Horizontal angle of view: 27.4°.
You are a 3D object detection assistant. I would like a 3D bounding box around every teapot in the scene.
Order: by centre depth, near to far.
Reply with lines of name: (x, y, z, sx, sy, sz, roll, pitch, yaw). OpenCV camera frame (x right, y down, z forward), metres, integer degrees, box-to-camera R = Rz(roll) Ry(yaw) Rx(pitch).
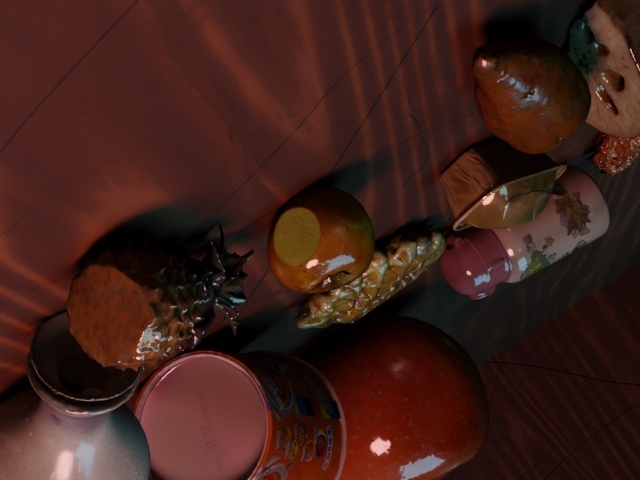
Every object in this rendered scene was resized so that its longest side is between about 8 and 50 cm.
teapot: (-0.250, 0.183, 1.317, 0.183, 0.183, 0.251, -23, 150, -34)

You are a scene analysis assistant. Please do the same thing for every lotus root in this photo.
lotus root: (0.344, -0.199, 1.401, 0.119, 0.138, 0.235, -40, 162, -14)

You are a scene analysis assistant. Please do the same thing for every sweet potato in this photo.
sweet potato: (0.218, -0.143, 1.334, 0.112, 0.112, 0.359, -37, 162, 14)

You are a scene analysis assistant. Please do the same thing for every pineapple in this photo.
pineapple: (-0.135, 0.048, 1.233, 0.125, 0.125, 0.251, -38, 169, 20)

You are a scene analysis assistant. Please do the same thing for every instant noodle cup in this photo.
instant noodle cup: (-0.115, 0.250, 1.679, 0.250, 0.250, 0.192, -36, 156, 11)

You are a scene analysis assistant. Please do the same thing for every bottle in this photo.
bottle: (0.287, -0.006, 1.892, 0.253, 0.120, 0.120, -28, 165, -18)

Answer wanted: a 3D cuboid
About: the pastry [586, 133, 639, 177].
pastry: (0.441, -0.140, 1.889, 0.087, 0.063, 0.169, -31, 165, -15)

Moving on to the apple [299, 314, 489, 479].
apple: (0.094, 0.281, 2.097, 0.348, 0.277, 0.348, -31, 165, -9)

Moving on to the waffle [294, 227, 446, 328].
waffle: (0.075, 0.056, 1.773, 0.223, 0.054, 0.204, -36, 165, 16)

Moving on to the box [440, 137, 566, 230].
box: (0.223, -0.065, 1.599, 0.177, 0.111, 0.111, -16, 158, -47)

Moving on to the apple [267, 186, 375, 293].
apple: (0.000, 0.000, 1.361, 0.114, 0.102, 0.099, -32, 155, 28)
